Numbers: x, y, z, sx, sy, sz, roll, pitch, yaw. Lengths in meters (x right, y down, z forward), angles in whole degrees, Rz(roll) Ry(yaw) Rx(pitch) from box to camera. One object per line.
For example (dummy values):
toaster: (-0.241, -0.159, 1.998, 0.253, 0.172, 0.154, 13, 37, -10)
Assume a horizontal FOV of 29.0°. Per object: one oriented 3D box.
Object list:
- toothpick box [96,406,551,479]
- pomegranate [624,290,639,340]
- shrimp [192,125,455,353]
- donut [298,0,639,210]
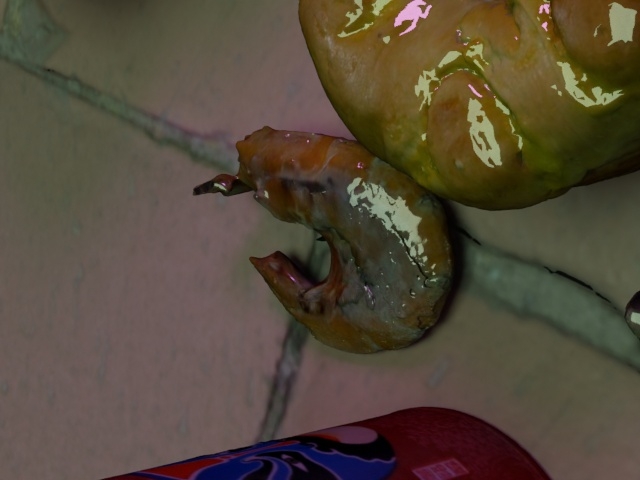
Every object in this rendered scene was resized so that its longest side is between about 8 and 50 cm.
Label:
toothpick box: (-0.041, 0.202, 0.594, 0.204, 0.333, 0.204, 4, 96, 43)
pomegranate: (0.249, -0.004, 0.399, 0.276, 0.222, 0.204, -38, 110, 21)
shrimp: (-0.002, 0.000, 0.737, 0.187, 0.052, 0.132, 28, 111, 36)
donut: (0.085, -0.143, 0.593, 0.208, 0.128, 0.261, -29, 73, 42)
